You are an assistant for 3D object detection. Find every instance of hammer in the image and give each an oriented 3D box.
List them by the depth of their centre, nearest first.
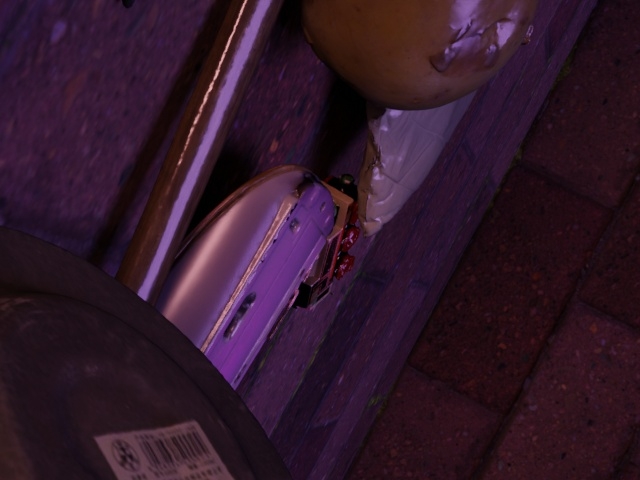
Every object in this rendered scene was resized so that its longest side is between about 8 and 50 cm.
[{"bbox_3d":[-0.078,-0.040,0.675,0.111,0.043,0.365,19,95,-55],"label":"hammer"}]

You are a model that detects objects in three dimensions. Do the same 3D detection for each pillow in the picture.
[{"bbox_3d":[0.101,-0.180,1.017,0.274,0.076,0.280,-55,160,-36],"label":"pillow"}]

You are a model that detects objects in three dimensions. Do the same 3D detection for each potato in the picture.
[{"bbox_3d":[0.077,-0.208,0.732,0.165,0.165,0.262,-40,149,-58],"label":"potato"}]

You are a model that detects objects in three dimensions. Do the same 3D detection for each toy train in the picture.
[{"bbox_3d":[0.000,0.000,1.077,0.087,0.050,0.138,-40,154,-43],"label":"toy train"}]

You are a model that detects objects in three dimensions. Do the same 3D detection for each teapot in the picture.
[{"bbox_3d":[-0.134,0.177,0.419,0.239,0.321,0.239,-43,138,18],"label":"teapot"}]

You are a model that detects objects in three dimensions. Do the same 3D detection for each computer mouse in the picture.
[{"bbox_3d":[-0.095,0.078,0.819,0.310,0.072,0.158,-58,164,-6],"label":"computer mouse"}]

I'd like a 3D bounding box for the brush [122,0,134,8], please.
[{"bbox_3d":[-0.089,-0.144,0.526,0.024,0.008,0.083,-55,165,-41],"label":"brush"}]
